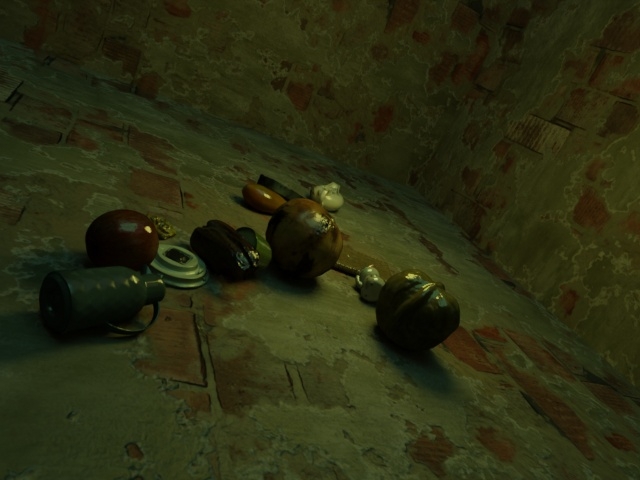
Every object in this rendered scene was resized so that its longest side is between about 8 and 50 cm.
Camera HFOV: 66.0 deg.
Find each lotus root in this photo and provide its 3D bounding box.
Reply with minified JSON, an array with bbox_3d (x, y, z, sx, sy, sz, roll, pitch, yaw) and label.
[{"bbox_3d":[-0.333,0.022,1.662,0.329,0.167,0.078,31,-18,38],"label":"lotus root"}]

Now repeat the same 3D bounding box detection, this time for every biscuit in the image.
[{"bbox_3d":[0.177,0.112,2.238,0.325,0.044,0.217,21,22,-13],"label":"biscuit"}]

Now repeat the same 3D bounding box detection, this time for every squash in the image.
[{"bbox_3d":[-0.257,0.042,1.748,0.170,0.170,0.123,43,12,37],"label":"squash"}]

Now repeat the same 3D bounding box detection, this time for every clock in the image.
[{"bbox_3d":[-0.197,-0.248,2.511,0.281,0.055,0.280,29,-1,1],"label":"clock"},{"bbox_3d":[-0.463,0.067,1.580,0.237,0.053,0.236,23,22,-10],"label":"clock"}]

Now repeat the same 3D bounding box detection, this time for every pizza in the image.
[{"bbox_3d":[-0.571,-0.053,1.760,0.099,0.035,0.160,8,27,-40],"label":"pizza"}]

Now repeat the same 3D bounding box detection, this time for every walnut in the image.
[{"bbox_3d":[0.345,0.257,1.783,0.253,0.276,0.282,8,38,-28],"label":"walnut"}]

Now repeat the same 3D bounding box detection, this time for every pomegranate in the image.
[{"bbox_3d":[-0.061,-0.006,1.909,0.322,0.322,0.322,23,21,-9],"label":"pomegranate"}]

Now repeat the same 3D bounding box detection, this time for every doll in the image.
[{"bbox_3d":[0.206,0.175,2.033,0.107,0.110,0.180,19,19,-22],"label":"doll"}]

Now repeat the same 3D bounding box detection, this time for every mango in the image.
[{"bbox_3d":[-0.257,-0.189,2.356,0.253,0.113,0.138,25,13,-23],"label":"mango"}]

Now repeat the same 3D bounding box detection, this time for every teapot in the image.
[{"bbox_3d":[0.040,-0.254,2.824,0.204,0.139,0.298,29,20,1],"label":"teapot"}]

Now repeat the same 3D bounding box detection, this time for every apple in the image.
[{"bbox_3d":[-0.569,0.004,1.411,0.188,0.188,0.174,39,32,29],"label":"apple"}]

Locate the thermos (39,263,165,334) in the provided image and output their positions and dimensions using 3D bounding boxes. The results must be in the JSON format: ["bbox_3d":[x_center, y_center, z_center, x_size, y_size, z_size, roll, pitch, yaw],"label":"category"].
[{"bbox_3d":[-0.514,0.148,1.215,0.287,0.145,0.182,-2,66,-54],"label":"thermos"}]
